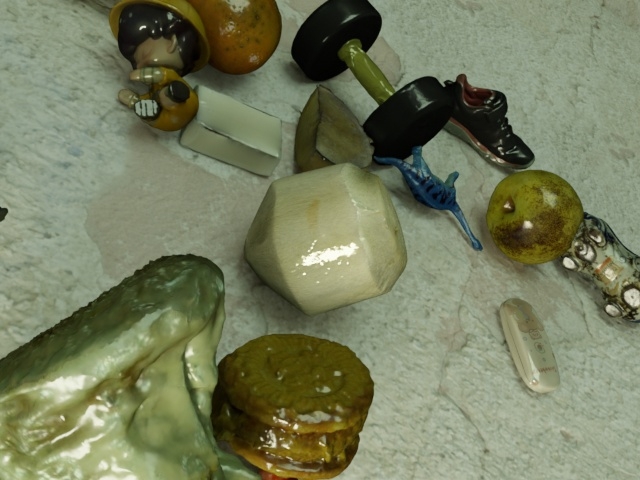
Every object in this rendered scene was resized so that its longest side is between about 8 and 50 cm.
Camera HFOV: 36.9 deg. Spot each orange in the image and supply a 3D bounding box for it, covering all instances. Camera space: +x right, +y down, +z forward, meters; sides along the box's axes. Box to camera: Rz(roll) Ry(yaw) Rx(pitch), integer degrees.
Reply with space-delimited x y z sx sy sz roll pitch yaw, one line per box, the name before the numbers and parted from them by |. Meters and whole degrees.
orange | -0.169 -0.436 1.861 0.240 0.171 0.240 57 16 -26

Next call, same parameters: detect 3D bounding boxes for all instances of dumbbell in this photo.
dumbbell | 0.104 -0.334 1.983 0.203 0.204 0.322 -21 68 -46

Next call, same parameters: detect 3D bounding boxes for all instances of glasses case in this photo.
glasses case | 0.400 0.199 1.838 0.081 0.051 0.204 11 48 -32

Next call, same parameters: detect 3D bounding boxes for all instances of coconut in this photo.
coconut | 0.000 0.000 1.577 0.237 0.265 0.238 -18 90 -74

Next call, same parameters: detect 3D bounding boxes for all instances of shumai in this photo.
shumai | -0.218 0.223 1.139 0.324 0.397 0.323 -36 96 -45

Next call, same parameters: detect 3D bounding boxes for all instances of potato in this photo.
potato | 0.025 -0.181 1.865 0.138 0.098 0.243 25 39 -19

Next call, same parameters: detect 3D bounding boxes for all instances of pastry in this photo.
pastry | -0.042 0.224 1.378 0.235 0.132 0.240 19 20 -1

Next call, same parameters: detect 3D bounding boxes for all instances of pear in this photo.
pear | 0.452 -0.047 1.999 0.197 0.197 0.197 21 44 -21

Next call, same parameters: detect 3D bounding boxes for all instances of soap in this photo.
soap | -0.161 -0.202 1.769 0.183 0.064 0.121 20 43 -22

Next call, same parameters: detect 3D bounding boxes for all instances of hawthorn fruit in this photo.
hawthorn fruit | -0.052 0.344 1.333 0.066 0.103 0.067 -2 95 -27

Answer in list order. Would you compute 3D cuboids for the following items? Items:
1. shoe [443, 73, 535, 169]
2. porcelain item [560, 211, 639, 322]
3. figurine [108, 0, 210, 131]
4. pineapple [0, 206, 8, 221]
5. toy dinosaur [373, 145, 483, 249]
shoe | 0.385 -0.281 2.197 0.291 0.137 0.114 34 41 -8
porcelain item | 0.641 0.055 2.109 0.288 0.138 0.186 44 23 11
figurine | -0.278 -0.319 1.702 0.167 0.192 0.257 2 69 -39
pineapple | -0.539 -0.090 1.294 0.222 0.223 0.357 -20 86 -45
toy dinosaur | 0.221 -0.112 1.965 0.329 0.076 0.144 40 32 -26
